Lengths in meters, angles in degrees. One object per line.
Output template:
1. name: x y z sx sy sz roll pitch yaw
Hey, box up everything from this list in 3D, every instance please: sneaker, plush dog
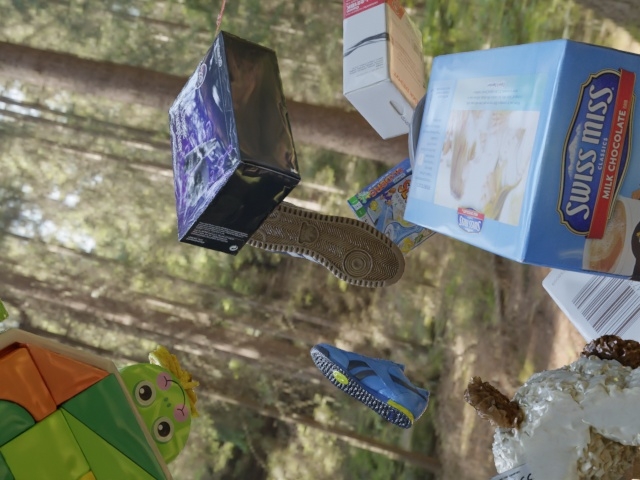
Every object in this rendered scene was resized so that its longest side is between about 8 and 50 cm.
1. sneaker: 0.000 0.000 1.458 0.153 0.282 0.099 -134 62 -89
2. plush dog: 0.259 0.202 0.918 0.263 0.210 0.225 -66 -20 3
3. sneaker: 0.083 0.223 1.465 0.082 0.209 0.069 -52 -11 -29

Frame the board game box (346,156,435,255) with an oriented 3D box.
1. board game box: 0.142 -0.049 1.631 0.136 0.035 0.201 -36 -38 0

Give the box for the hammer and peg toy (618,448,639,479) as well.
1. hammer and peg toy: 0.319 0.358 1.071 0.361 0.127 0.266 174 104 -80

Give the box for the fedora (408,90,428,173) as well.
1. fedora: 0.276 -0.131 1.411 0.124 0.243 0.276 19 -138 -58

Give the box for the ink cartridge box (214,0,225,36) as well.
1. ink cartridge box: -0.148 -0.435 1.319 0.189 0.066 0.232 -145 73 -79

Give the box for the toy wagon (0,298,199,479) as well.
1. toy wagon: -0.202 0.172 0.609 0.344 0.068 0.267 -33 -78 -44

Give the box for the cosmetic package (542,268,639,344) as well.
1. cosmetic package: 0.700 0.116 1.619 0.327 0.393 0.329 -54 33 18

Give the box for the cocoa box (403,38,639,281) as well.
1. cocoa box: 0.273 -0.094 1.037 0.347 0.227 0.232 -150 70 -73

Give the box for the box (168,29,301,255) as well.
1. box: -0.132 -0.141 1.277 0.184 0.103 0.261 -45 43 36

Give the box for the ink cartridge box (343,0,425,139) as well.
1. ink cartridge box: 0.143 -0.392 1.960 0.197 0.114 0.273 40 -138 -49
